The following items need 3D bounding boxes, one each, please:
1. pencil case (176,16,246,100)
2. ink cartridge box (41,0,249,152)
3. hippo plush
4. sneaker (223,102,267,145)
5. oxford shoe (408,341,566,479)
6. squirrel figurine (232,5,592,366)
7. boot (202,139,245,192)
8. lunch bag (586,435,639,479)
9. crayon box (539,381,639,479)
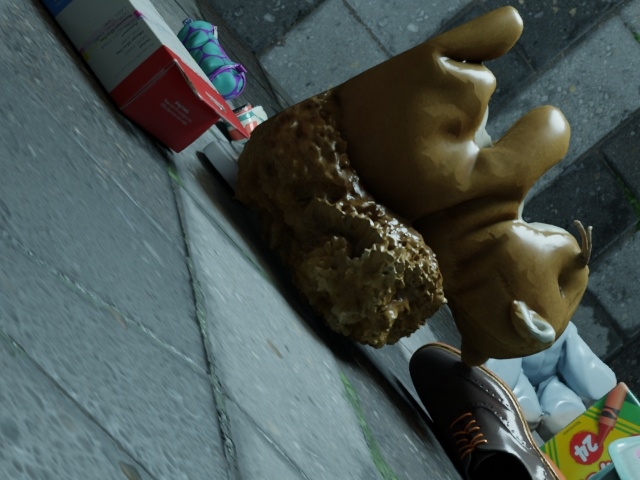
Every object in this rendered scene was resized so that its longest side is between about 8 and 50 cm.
[{"bbox_3d":[-0.163,-0.267,2.328,0.064,0.070,0.152,45,9,-44],"label":"pencil case"},{"bbox_3d":[-0.180,-0.180,1.612,0.231,0.078,0.134,53,7,27],"label":"ink cartridge box"},{"bbox_3d":[0.292,0.193,2.489,0.294,0.234,0.236,65,-25,1],"label":"hippo plush"},{"bbox_3d":[-0.098,-0.147,2.201,0.161,0.057,0.075,-22,89,-85],"label":"sneaker"},{"bbox_3d":[0.188,0.222,1.812,0.271,0.097,0.098,49,15,23],"label":"oxford shoe"},{"bbox_3d":[0.113,-0.013,1.760,0.281,0.397,0.370,-19,-83,61],"label":"squirrel figurine"},{"bbox_3d":[-0.047,-0.099,1.877,0.095,0.123,0.258,52,6,14],"label":"boot"},{"bbox_3d":[0.321,0.295,1.510,0.160,0.262,0.223,49,7,-8],"label":"lunch bag"},{"bbox_3d":[0.452,0.385,2.221,0.318,0.202,0.081,53,7,28],"label":"crayon box"}]
